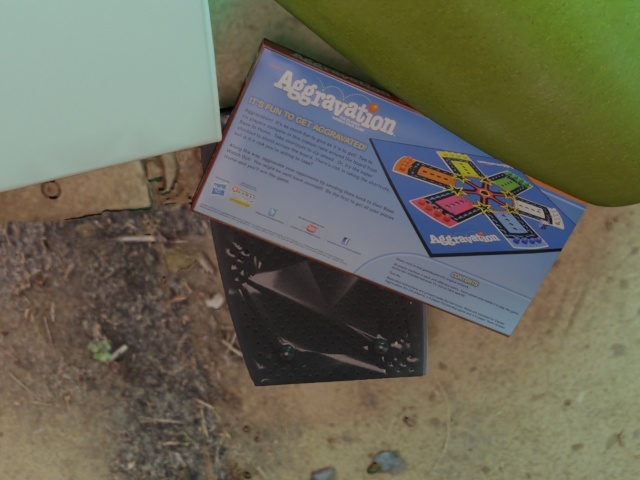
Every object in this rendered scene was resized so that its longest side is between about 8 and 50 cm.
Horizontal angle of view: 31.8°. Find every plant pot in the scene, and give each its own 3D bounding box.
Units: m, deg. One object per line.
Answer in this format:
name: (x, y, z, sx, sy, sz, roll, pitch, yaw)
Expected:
plant pot: (0.152, -0.164, 0.748, 0.274, 0.275, 0.293, -34, 124, 21)

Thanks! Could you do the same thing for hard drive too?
hard drive: (0.000, 0.000, 0.941, 0.172, 0.054, 0.255, -5, 115, 10)

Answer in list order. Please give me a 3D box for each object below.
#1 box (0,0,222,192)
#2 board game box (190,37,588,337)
box: (-0.261, -0.149, 0.728, 0.345, 0.215, 0.168, -14, 133, -12)
board game box: (0.056, -0.036, 0.874, 0.281, 0.027, 0.145, 22, 113, -11)
